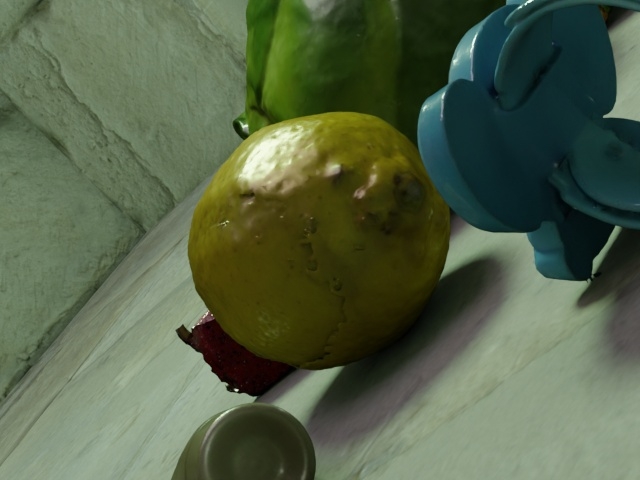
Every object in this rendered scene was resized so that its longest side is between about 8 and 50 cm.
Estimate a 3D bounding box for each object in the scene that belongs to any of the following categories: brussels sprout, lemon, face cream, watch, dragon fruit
[{"bbox_3d":[0.060,-0.184,1.606,0.371,0.275,0.315,150,124,-75],"label":"brussels sprout"},{"bbox_3d":[0.000,0.000,1.268,0.204,0.204,0.260,-50,12,-35],"label":"lemon"},{"bbox_3d":[-0.078,0.180,1.219,0.137,0.084,0.341,-57,4,-16],"label":"face cream"},{"bbox_3d":[0.184,-0.087,0.948,0.193,0.211,0.211,-15,27,44],"label":"watch"},{"bbox_3d":[-0.047,0.069,1.499,0.147,0.102,0.096,-28,28,31],"label":"dragon fruit"}]

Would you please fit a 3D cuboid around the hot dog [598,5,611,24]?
[{"bbox_3d":[0.246,-0.201,1.624,0.122,0.037,0.049,-42,5,10],"label":"hot dog"}]
